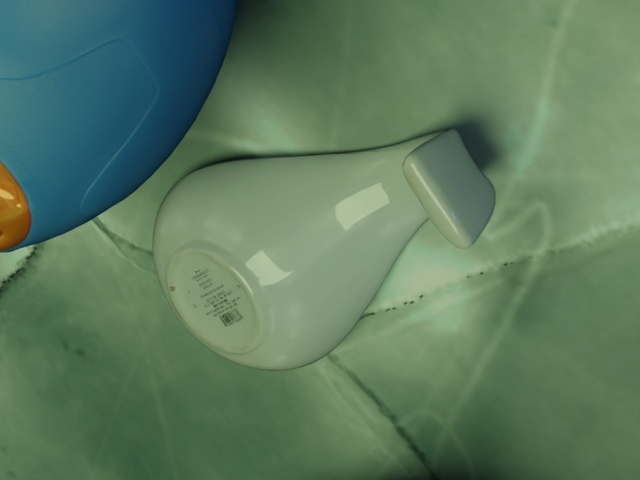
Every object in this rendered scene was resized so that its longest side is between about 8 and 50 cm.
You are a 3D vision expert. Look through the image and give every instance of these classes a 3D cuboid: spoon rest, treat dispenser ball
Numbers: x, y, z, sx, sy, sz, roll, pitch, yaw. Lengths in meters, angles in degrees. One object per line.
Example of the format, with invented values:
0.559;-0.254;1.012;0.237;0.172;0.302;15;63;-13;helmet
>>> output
0.000;0.000;0.886;0.276;0.084;0.137;-23;103;50;spoon rest
-0.183;-0.134;0.766;0.288;0.288;0.288;13;122;22;treat dispenser ball
